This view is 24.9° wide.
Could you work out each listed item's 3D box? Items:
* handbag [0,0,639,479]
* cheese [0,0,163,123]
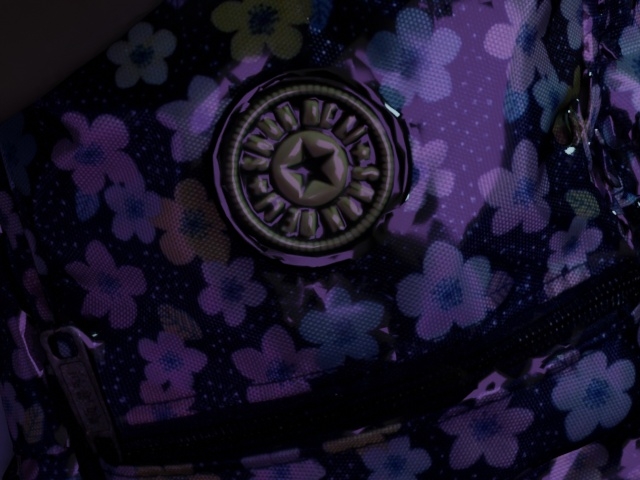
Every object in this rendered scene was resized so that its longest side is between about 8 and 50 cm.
[{"bbox_3d":[0.000,0.000,0.411,0.229,0.127,0.207,-16,98,1],"label":"handbag"},{"bbox_3d":[-0.094,-0.090,0.269,0.175,0.202,0.091,-37,72,-2],"label":"cheese"}]
